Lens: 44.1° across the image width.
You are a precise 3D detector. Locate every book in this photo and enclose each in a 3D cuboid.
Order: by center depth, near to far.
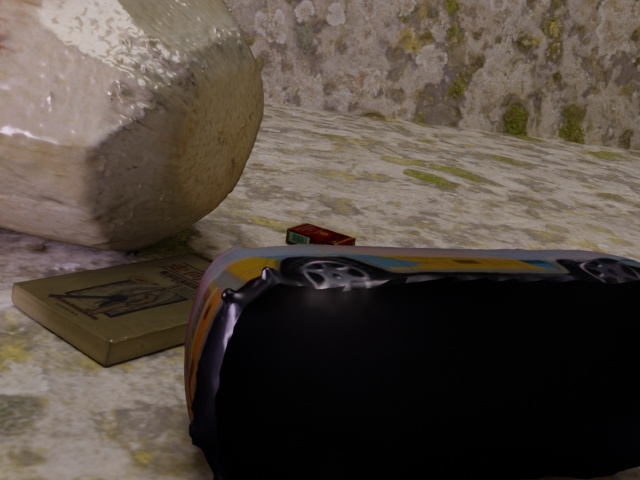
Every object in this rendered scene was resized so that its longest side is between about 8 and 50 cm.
[{"bbox_3d":[-0.163,0.059,0.795,0.161,0.026,0.230,21,20,36],"label":"book"}]

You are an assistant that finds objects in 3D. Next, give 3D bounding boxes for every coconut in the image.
[{"bbox_3d":[-0.289,-0.172,0.943,0.415,0.345,0.415,11,18,-4],"label":"coconut"}]

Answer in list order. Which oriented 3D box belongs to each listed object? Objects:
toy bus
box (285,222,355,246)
[{"bbox_3d":[0.078,0.088,0.610,0.386,0.171,0.162,2,8,-22],"label":"toy bus"},{"bbox_3d":[0.000,0.000,1.080,0.082,0.023,0.051,18,20,29],"label":"box"}]
